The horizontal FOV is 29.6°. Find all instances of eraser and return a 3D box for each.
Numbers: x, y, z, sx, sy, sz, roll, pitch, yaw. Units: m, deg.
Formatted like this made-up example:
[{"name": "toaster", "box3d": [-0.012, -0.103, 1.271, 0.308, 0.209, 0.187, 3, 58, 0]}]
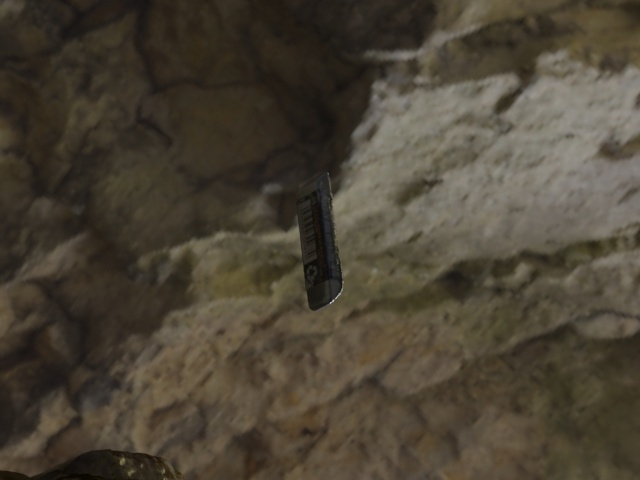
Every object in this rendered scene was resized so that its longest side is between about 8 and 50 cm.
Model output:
[{"name": "eraser", "box3d": [0.000, 0.000, 0.834, 0.019, 0.027, 0.099, 11, -118, -40]}]

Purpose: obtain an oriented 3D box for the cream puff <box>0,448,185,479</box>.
[{"name": "cream puff", "box3d": [-0.127, 0.198, 0.535, 0.244, 0.244, 0.196, 9, -116, -51]}]
